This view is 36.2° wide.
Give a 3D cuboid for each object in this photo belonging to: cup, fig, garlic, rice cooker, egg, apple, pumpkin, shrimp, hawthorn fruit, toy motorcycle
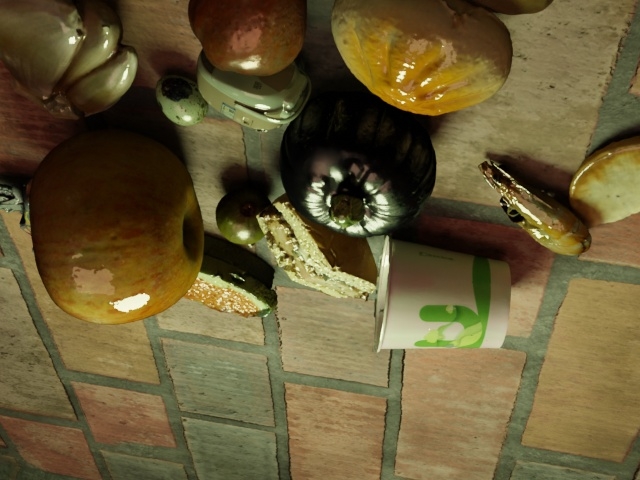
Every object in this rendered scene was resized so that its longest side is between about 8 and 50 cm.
[{"bbox_3d":[0.252,0.124,2.069,0.274,0.253,0.253,6,143,-1],"label":"cup"},{"bbox_3d":[-0.161,-0.037,2.115,0.124,0.124,0.236,13,166,2],"label":"fig"},{"bbox_3d":[-0.467,-0.355,1.764,0.279,0.132,0.325,27,143,-17],"label":"garlic"},{"bbox_3d":[-0.123,-0.280,1.739,0.206,0.145,0.127,30,148,-3],"label":"rice cooker"},{"bbox_3d":[-0.263,-0.267,1.849,0.085,0.085,0.110,-25,116,40],"label":"egg"},{"bbox_3d":[-0.401,-0.028,1.967,0.334,0.400,0.400,-8,144,-11],"label":"apple"},{"bbox_3d":[0.063,-0.111,1.786,0.296,0.295,0.295,9,142,7],"label":"pumpkin"},{"bbox_3d":[0.407,-0.061,1.914,0.287,0.063,0.152,37,165,-11],"label":"shrimp"},{"bbox_3d":[-0.102,-0.391,1.567,0.199,0.199,0.251,22,127,-9],"label":"hawthorn fruit"},{"bbox_3d":[-0.601,-0.048,2.224,0.173,0.108,0.307,-27,129,34],"label":"toy motorcycle"}]

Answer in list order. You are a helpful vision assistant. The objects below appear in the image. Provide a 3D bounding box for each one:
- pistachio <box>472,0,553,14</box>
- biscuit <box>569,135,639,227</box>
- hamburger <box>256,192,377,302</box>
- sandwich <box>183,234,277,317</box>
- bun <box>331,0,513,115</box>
[{"bbox_3d":[0.262,-0.442,1.400,0.261,0.163,0.212,18,111,-37],"label":"pistachio"},{"bbox_3d":[0.596,-0.116,1.793,0.309,0.040,0.204,-12,136,32],"label":"biscuit"},{"bbox_3d":[0.000,0.000,2.019,0.282,0.245,0.155,6,171,-42],"label":"hamburger"},{"bbox_3d":[-0.234,0.089,2.281,0.292,0.109,0.212,16,149,3],"label":"sandwich"},{"bbox_3d":[0.148,-0.285,1.526,0.299,0.164,0.299,18,178,1],"label":"bun"}]
